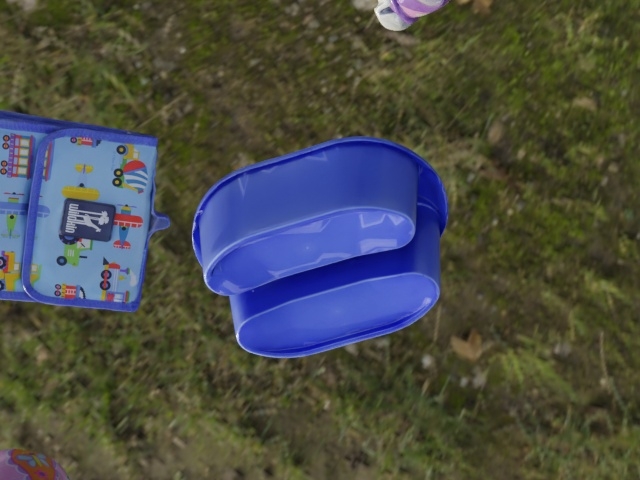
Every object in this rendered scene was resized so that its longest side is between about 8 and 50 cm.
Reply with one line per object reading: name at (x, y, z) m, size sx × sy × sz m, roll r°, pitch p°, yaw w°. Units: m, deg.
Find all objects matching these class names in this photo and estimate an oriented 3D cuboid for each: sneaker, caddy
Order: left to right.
caddy at (0.000, 0.000, 1.701) m, size 0.341 × 0.179 × 0.241 m, roll -16°, pitch 128°, yaw 10°
sneaker at (0.104, -0.378, 1.619) m, size 0.104 × 0.095 × 0.236 m, roll -2°, pitch 116°, yaw 41°

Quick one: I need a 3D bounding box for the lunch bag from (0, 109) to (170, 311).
lunch bag at (-0.330, -0.036, 1.614) m, size 0.293 × 0.138 × 0.221 m, roll 7°, pitch 100°, yaw -3°

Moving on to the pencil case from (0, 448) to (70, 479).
pencil case at (-0.341, 0.334, 1.437) m, size 0.124 × 0.284 × 0.124 m, roll -2°, pitch 107°, yaw -5°
